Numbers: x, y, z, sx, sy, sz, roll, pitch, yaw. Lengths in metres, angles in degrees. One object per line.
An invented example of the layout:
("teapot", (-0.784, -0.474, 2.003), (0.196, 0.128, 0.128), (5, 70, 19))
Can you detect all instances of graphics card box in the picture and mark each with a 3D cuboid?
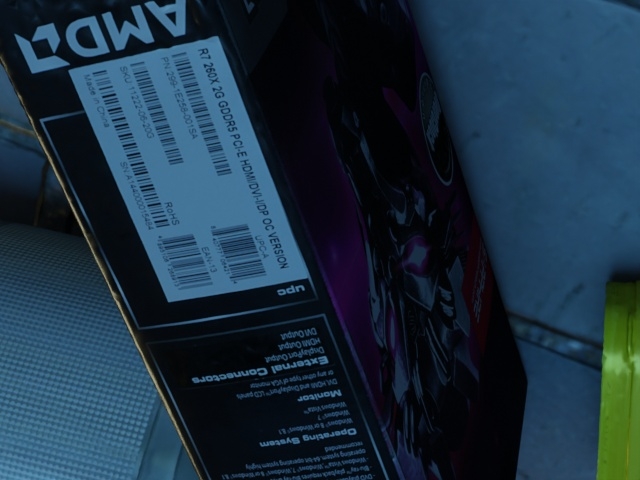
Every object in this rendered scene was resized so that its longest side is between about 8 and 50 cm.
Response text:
("graphics card box", (0.000, 0.000, 0.626), (0.094, 0.233, 0.371), (-11, 119, 20))

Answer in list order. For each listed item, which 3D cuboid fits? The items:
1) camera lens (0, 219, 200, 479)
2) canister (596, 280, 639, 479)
("camera lens", (-0.153, 0.104, 0.746), (0.274, 0.219, 0.219), (13, 118, 9))
("canister", (0.229, 0.086, 0.721), (0.170, 0.073, 0.126), (3, 116, 12))
